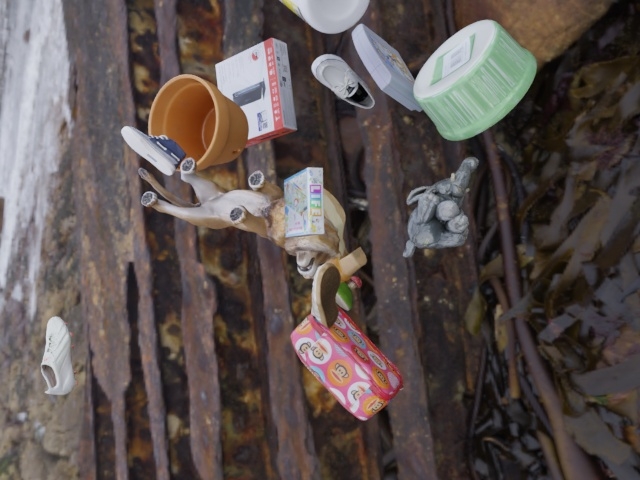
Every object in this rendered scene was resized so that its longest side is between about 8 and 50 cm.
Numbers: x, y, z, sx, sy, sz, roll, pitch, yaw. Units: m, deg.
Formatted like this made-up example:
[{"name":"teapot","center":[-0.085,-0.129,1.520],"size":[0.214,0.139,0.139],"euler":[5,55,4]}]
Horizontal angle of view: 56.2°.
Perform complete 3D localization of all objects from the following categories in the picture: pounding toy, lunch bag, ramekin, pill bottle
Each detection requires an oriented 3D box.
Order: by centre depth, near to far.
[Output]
[{"name":"pill bottle","center":[-0.025,-0.673,1.532],"size":[0.334,0.188,0.188],"euler":[54,131,43]},{"name":"lunch bag","center":[0.076,0.303,1.539],"size":[0.293,0.258,0.120],"euler":[46,104,13]},{"name":"ramekin","center":[0.386,-0.422,1.556],"size":[0.303,0.148,0.303],"euler":[-39,27,24]},{"name":"pounding toy","center":[0.065,0.147,2.161],"size":[0.110,0.183,0.237],"euler":[-44,16,-10]}]

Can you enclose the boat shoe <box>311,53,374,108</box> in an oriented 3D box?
[{"name":"boat shoe","center":[0.079,-0.488,1.881],"size":[0.096,0.267,0.088],"euler":[-44,54,15]}]

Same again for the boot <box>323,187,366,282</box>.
[{"name":"boot","center":[0.001,0.000,1.858],"size":[0.211,0.104,0.295],"euler":[-33,85,44]}]

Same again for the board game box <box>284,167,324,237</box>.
[{"name":"board game box","center":[-0.029,-0.059,0.994],"size":[0.154,0.026,0.103],"euler":[176,93,-73]}]

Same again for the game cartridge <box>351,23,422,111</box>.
[{"name":"game cartridge","center":[0.196,-0.522,1.791],"size":[0.062,0.198,0.297],"euler":[-39,49,24]}]

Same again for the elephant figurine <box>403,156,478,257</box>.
[{"name":"elephant figurine","center":[0.309,-0.090,1.535],"size":[0.239,0.186,0.169],"euler":[-70,-24,-52]}]

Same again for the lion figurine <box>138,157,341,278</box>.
[{"name":"lion figurine","center":[-0.156,-0.057,1.189],"size":[0.392,0.240,0.142],"euler":[20,83,29]}]

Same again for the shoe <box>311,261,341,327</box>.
[{"name":"shoe","center":[0.003,0.122,1.370],"size":[0.058,0.076,0.219],"euler":[31,146,26]}]

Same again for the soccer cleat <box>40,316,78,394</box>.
[{"name":"soccer cleat","center":[-0.644,0.278,1.459],"size":[0.068,0.076,0.196],"euler":[-30,69,31]}]

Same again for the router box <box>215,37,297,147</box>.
[{"name":"router box","center":[-0.243,-0.537,2.239],"size":[0.301,0.082,0.335],"euler":[-12,83,36]}]

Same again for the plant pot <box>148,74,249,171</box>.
[{"name":"plant pot","center":[-0.365,-0.354,1.883],"size":[0.291,0.203,0.290],"euler":[0,91,32]}]

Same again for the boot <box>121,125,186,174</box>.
[{"name":"boot","center":[-0.490,-0.284,1.769],"size":[0.069,0.190,0.086],"euler":[-13,40,50]}]
